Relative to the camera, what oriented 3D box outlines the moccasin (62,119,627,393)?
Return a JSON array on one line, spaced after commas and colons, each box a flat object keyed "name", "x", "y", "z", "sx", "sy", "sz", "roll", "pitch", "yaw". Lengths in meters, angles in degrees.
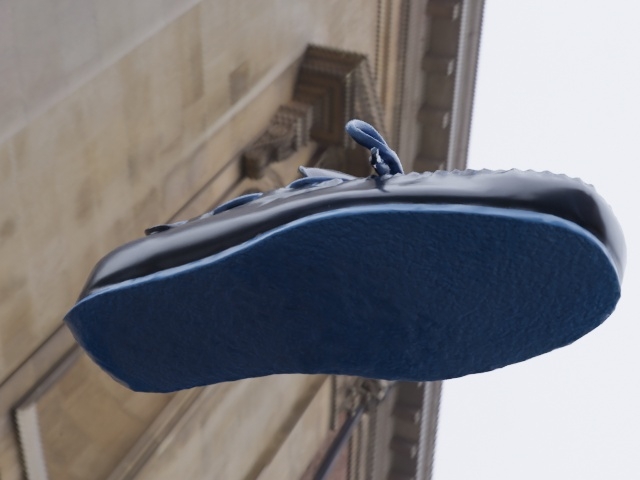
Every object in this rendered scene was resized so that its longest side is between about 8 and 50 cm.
[{"name": "moccasin", "x": 0.000, "y": 0.000, "z": 0.625, "sx": 0.342, "sy": 0.116, "sz": 0.137, "roll": -5, "pitch": -53, "yaw": 29}]
